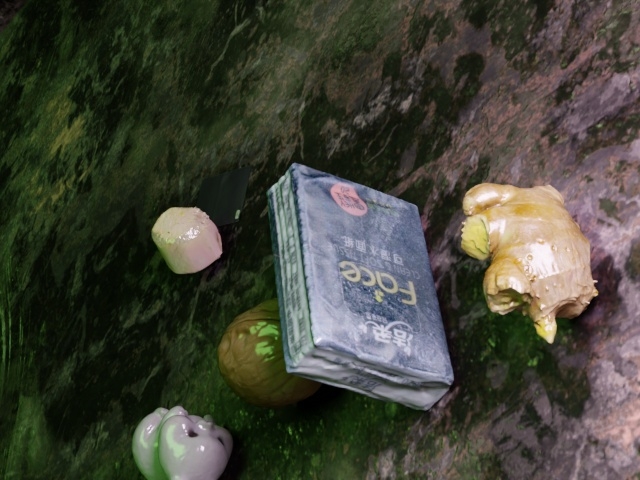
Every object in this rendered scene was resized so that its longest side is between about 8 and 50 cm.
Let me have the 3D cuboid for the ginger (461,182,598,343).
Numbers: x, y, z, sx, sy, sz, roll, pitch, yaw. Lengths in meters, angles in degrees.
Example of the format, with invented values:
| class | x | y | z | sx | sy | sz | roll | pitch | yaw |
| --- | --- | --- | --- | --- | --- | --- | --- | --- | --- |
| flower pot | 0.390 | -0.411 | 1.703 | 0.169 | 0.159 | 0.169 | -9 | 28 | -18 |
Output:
| class | x | y | z | sx | sy | sz | roll | pitch | yaw |
| --- | --- | --- | --- | --- | --- | --- | --- | --- | --- |
| ginger | 0.254 | 0.023 | 1.477 | 0.102 | 0.157 | 0.216 | 126 | 143 | -51 |

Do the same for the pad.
| class | x | y | z | sx | sy | sz | roll | pitch | yaw |
| --- | --- | --- | --- | --- | --- | --- | --- | --- | --- |
| pad | -0.192 | -0.078 | 2.371 | 0.193 | 0.004 | 0.116 | -11 | 62 | 56 |

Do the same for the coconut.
| class | x | y | z | sx | sy | sz | roll | pitch | yaw |
| --- | --- | --- | --- | --- | --- | --- | --- | --- | --- |
| coconut | -0.241 | 0.004 | 2.289 | 0.116 | 0.122 | 0.116 | -15 | 45 | 15 |

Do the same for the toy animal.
| class | x | y | z | sx | sy | sz | roll | pitch | yaw |
| --- | --- | --- | --- | --- | --- | --- | --- | --- | --- |
| toy animal | -0.232 | 0.365 | 2.041 | 0.193 | 0.127 | 0.178 | 24 | 94 | 58 |

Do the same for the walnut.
| class | x | y | z | sx | sy | sz | roll | pitch | yaw |
| --- | --- | --- | --- | --- | --- | --- | --- | --- | --- |
| walnut | -0.062 | 0.168 | 1.867 | 0.207 | 0.167 | 0.167 | -25 | 51 | 47 |

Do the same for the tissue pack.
| class | x | y | z | sx | sy | sz | roll | pitch | yaw |
| --- | --- | --- | --- | --- | --- | --- | --- | --- | --- |
| tissue pack | 0.049 | 0.061 | 1.692 | 0.103 | 0.228 | 0.316 | -48 | 37 | 39 |
